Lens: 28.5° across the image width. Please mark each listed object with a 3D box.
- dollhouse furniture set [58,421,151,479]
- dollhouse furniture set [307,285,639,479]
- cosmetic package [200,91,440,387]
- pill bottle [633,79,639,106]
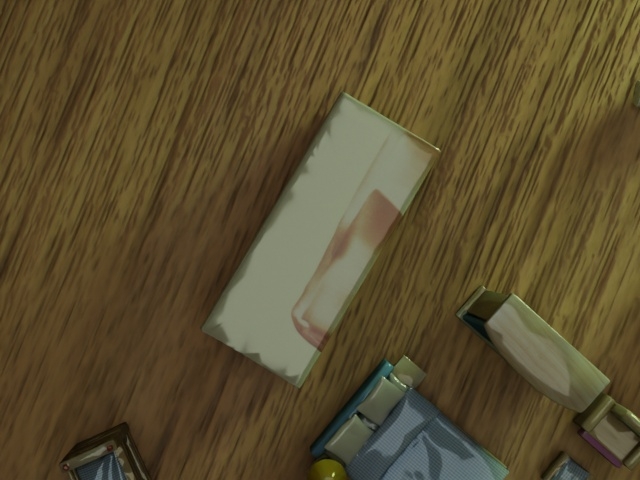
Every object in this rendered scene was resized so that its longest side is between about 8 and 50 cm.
[{"bbox_3d":[-0.280,0.306,1.395,0.183,0.129,0.129,-24,91,-2],"label":"dollhouse furniture set"},{"bbox_3d":[0.176,0.241,1.378,0.286,0.198,0.303,42,90,-2],"label":"dollhouse furniture set"},{"bbox_3d":[0.000,0.000,1.393,0.129,0.153,0.296,31,91,-1],"label":"cosmetic package"},{"bbox_3d":[0.407,-0.167,1.458,0.083,0.043,0.043,5,90,-3],"label":"pill bottle"}]
